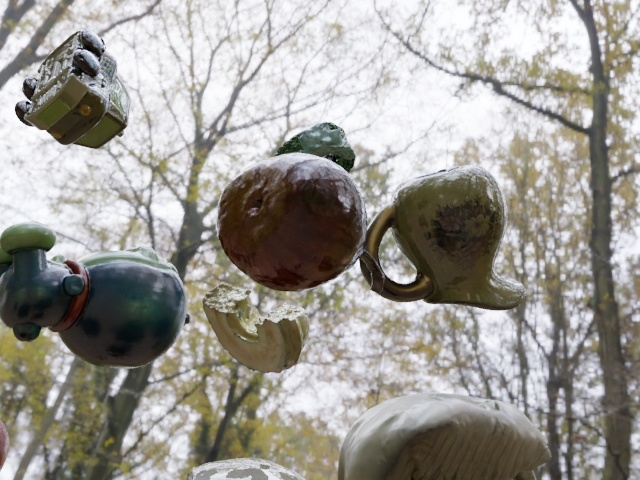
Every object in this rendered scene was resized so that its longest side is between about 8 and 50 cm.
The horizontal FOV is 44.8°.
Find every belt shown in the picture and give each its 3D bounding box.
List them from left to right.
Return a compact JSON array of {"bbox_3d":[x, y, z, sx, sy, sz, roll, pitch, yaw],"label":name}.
[{"bbox_3d":[-0.006,-0.133,1.354,0.151,0.079,0.121,-39,-35,20],"label":"belt"}]

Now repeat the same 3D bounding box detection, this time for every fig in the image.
[{"bbox_3d":[-0.008,-0.019,0.836,0.202,0.148,0.149,-2,-11,-19],"label":"fig"}]

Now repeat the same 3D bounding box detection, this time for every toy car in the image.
[{"bbox_3d":[-0.481,-0.290,1.596,0.204,0.248,0.198,-33,-50,21],"label":"toy car"}]

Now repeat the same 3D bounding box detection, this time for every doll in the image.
[{"bbox_3d":[-0.337,0.093,1.164,0.322,0.186,0.198,13,-26,-33],"label":"doll"}]

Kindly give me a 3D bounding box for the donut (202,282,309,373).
[{"bbox_3d":[-0.077,0.120,1.036,0.166,0.065,0.108,10,-54,38],"label":"donut"}]

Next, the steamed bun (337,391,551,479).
[{"bbox_3d":[0.175,0.365,1.222,0.324,0.219,0.310,-2,-74,-24],"label":"steamed bun"}]

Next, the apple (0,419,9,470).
[{"bbox_3d":[-0.457,0.243,0.946,0.163,0.139,0.163,26,-40,23],"label":"apple"}]

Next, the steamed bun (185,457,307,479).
[{"bbox_3d":[-0.089,0.418,0.906,0.206,0.324,0.324,17,-39,-9],"label":"steamed bun"}]

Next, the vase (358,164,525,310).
[{"bbox_3d":[0.234,0.016,1.595,0.329,0.302,0.241,-15,6,-13],"label":"vase"}]
